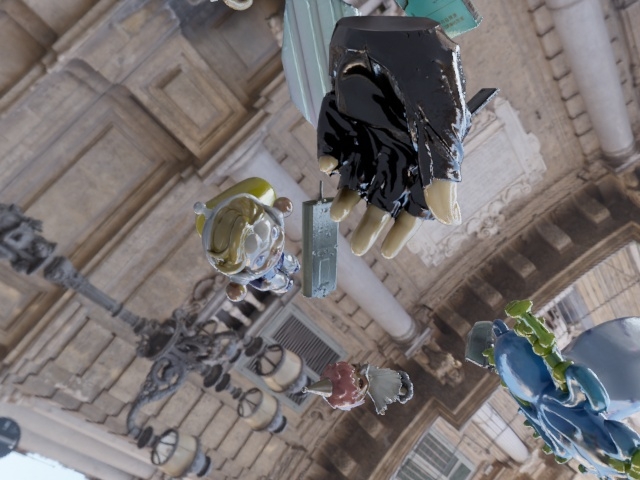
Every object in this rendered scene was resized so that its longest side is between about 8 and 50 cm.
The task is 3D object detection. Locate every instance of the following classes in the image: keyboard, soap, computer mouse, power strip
[{"bbox_3d":[0.444,-0.388,1.415,0.230,0.025,0.093,-43,-157,-2],"label":"keyboard"},{"bbox_3d":[0.017,-0.578,1.468,0.261,0.447,0.156,-5,-149,16],"label":"soap"},{"bbox_3d":[0.476,0.288,1.305,0.126,0.071,0.231,13,-157,18],"label":"computer mouse"},{"bbox_3d":[0.000,0.000,1.013,0.092,0.268,0.034,-15,-155,-37],"label":"power strip"}]

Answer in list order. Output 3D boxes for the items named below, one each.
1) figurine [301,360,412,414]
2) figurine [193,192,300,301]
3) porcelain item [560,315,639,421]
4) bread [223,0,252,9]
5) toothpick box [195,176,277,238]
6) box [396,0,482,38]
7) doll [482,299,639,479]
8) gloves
[{"bbox_3d":[0.112,0.454,1.471,0.166,0.386,0.207,-63,-153,27],"label":"figurine"},{"bbox_3d":[-0.112,0.006,0.839,0.133,0.274,0.194,22,-83,23],"label":"figurine"},{"bbox_3d":[0.651,0.295,1.024,0.404,0.243,0.179,-8,-127,-20],"label":"porcelain item"},{"bbox_3d":[-0.177,-0.575,0.879,0.081,0.134,0.225,4,-88,18],"label":"bread"},{"bbox_3d":[-0.256,-0.094,1.478,0.174,0.175,0.271,-16,-159,36],"label":"toothpick box"},{"bbox_3d":[0.271,-0.599,1.130,0.041,0.229,0.162,-56,-154,-19],"label":"box"},{"bbox_3d":[0.397,0.251,0.764,0.098,0.346,0.341,-29,-133,-7],"label":"doll"},{"bbox_3d":[0.062,-0.082,0.410,0.124,0.204,0.164,-25,-142,-32],"label":"gloves"}]
